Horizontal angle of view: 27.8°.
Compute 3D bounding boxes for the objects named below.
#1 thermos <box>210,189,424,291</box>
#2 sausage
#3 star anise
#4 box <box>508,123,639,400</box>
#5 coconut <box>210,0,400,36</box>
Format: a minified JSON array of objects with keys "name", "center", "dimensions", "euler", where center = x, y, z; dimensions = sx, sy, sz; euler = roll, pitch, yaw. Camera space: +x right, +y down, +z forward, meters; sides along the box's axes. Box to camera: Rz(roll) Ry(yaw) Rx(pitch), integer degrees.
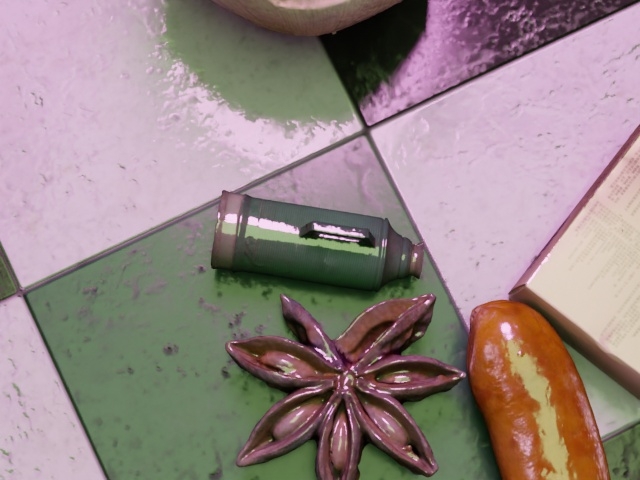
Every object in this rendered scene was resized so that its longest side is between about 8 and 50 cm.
[{"name":"thermos","center":[0.000,0.000,1.161],"dimensions":[0.188,0.083,0.073],"euler":[8,38,-2]},{"name":"sausage","center":[0.191,0.181,1.124],"dimensions":[0.109,0.109,0.270],"euler":[-13,82,-4]},{"name":"star anise","center":[0.022,0.144,1.139],"dimensions":[0.212,0.073,0.196],"euler":[0,76,1]},{"name":"box","center":[0.301,0.015,1.160],"dimensions":[0.168,0.095,0.212],"euler":[38,82,6]},{"name":"coconut","center":[-0.014,-0.310,1.116],"dimensions":[0.297,0.297,0.254],"euler":[6,108,-1]}]
